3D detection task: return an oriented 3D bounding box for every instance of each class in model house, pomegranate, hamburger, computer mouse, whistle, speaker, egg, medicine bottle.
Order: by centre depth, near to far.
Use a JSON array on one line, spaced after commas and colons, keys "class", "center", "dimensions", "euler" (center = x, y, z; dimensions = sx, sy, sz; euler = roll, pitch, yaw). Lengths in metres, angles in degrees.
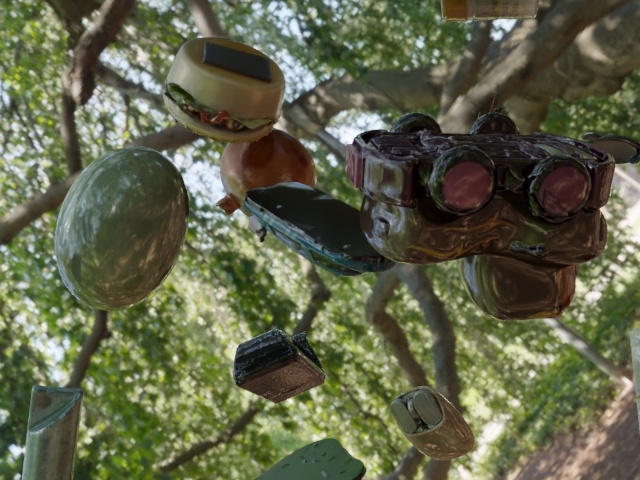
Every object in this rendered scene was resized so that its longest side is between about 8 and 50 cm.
[{"class": "whistle", "center": [-0.336, 0.322, 0.905], "dimensions": [0.062, 0.062, 0.312], "euler": [-16, -61, -65]}, {"class": "model house", "center": [-0.045, 0.518, 1.370], "dimensions": [0.293, 0.154, 0.207], "euler": [-27, 13, -16]}, {"class": "egg", "center": [-0.407, -0.028, 1.541], "dimensions": [0.258, 0.258, 0.352], "euler": [69, -150, -73]}, {"class": "hamburger", "center": [-0.226, -0.353, 1.755], "dimensions": [0.302, 0.302, 0.170], "euler": [-31, -29, -51]}, {"class": "medicine bottle", "center": [0.414, -0.656, 1.811], "dimensions": [0.238, 0.231, 0.238], "euler": [3, -90, -77]}, {"class": "computer mouse", "center": [0.276, 0.454, 1.816], "dimensions": [0.145, 0.236, 0.082], "euler": [-26, 26, 30]}, {"class": "pomegranate", "center": [-0.151, -0.158, 1.925], "dimensions": [0.270, 0.252, 0.229], "euler": [-42, -18, -16]}, {"class": "speaker", "center": [-0.119, 0.315, 2.027], "dimensions": [0.180, 0.184, 0.388], "euler": [-24, -23, 4]}]

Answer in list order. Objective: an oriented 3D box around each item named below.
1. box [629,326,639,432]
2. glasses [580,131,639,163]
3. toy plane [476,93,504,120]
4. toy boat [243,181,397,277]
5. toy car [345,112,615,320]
[{"class": "box", "center": [0.463, 0.183, 0.994], "dimensions": [0.090, 0.024, 0.167], "euler": [-35, 35, 46]}, {"class": "glasses", "center": [0.524, -0.042, 1.261], "dimensions": [0.118, 0.234, 0.268], "euler": [38, -109, -61]}, {"class": "toy plane", "center": [0.264, -0.168, 1.180], "dimensions": [0.145, 0.037, 0.060], "euler": [80, -151, -60]}, {"class": "toy boat", "center": [0.000, 0.000, 1.174], "dimensions": [0.134, 0.298, 0.092], "euler": [-12, -60, -37]}, {"class": "toy car", "center": [0.199, -0.027, 0.960], "dimensions": [0.271, 0.340, 0.241], "euler": [-105, 18, -70]}]
